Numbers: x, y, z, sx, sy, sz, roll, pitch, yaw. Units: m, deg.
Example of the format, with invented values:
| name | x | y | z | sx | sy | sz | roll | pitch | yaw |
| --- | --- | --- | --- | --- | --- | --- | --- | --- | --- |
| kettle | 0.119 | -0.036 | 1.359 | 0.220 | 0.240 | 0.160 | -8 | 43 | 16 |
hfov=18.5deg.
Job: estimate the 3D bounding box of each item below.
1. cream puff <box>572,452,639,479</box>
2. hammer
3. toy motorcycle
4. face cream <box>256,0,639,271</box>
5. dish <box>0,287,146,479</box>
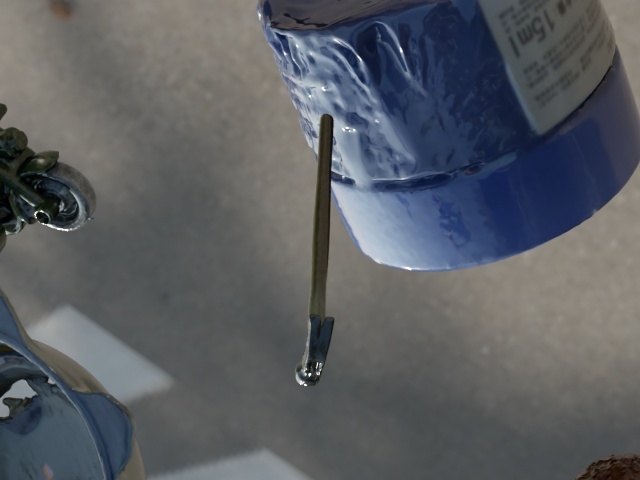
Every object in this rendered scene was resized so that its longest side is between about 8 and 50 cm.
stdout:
| name | x | y | z | sx | sy | sz | roll | pitch | yaw |
| --- | --- | --- | --- | --- | --- | --- | --- | --- | --- |
| cream puff | 0.187 | 0.205 | 1.252 | 0.084 | 0.149 | 0.149 | 7 | 155 | 12 |
| hammer | 0.000 | 0.000 | 1.279 | 0.017 | 0.182 | 0.062 | 6 | 157 | -7 |
| toy motorcycle | -0.356 | -0.006 | 1.833 | 0.275 | 0.205 | 0.127 | -13 | 122 | 34 |
| face cream | 0.098 | -0.135 | 1.487 | 0.249 | 0.249 | 0.225 | 12 | 133 | 49 |
| dish | -0.170 | 0.133 | 1.150 | 0.236 | 0.227 | 0.086 | -4 | -176 | 36 |
